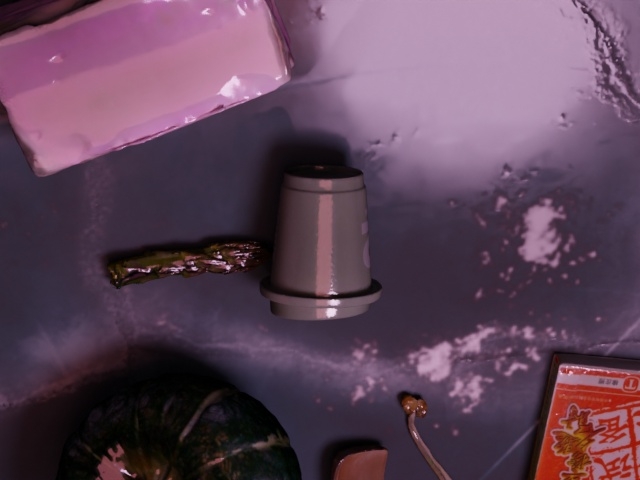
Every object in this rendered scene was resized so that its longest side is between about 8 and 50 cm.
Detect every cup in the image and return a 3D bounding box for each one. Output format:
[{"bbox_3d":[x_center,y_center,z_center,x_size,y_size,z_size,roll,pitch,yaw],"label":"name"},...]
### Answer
[{"bbox_3d":[0.000,0.000,1.861,0.120,0.120,0.141,-2,100,-7],"label":"cup"}]

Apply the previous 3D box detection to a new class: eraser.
[{"bbox_3d":[0.303,0.233,2.036,0.157,0.038,0.230,6,112,-10],"label":"eraser"}]

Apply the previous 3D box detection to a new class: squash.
[{"bbox_3d":[-0.140,0.254,1.889,0.252,0.165,0.252,-1,85,13],"label":"squash"}]

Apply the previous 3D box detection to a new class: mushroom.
[{"bbox_3d":[0.153,0.272,2.045,0.026,0.028,0.286,-47,120,-33],"label":"mushroom"}]

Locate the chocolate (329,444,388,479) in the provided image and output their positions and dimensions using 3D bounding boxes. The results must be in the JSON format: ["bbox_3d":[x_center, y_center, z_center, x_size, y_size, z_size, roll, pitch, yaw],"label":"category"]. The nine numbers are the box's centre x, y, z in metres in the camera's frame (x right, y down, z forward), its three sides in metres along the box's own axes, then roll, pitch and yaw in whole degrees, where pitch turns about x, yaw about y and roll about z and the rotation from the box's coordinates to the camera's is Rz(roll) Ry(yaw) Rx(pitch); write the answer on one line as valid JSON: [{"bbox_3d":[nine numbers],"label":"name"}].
[{"bbox_3d":[0.036,0.257,2.015,0.065,0.031,0.100,-10,120,-22],"label":"chocolate"}]

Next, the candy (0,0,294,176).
[{"bbox_3d":[-0.166,-0.175,1.752,0.265,0.116,0.155,-23,115,2],"label":"candy"}]

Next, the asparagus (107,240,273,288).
[{"bbox_3d":[-0.127,0.022,1.891,0.165,0.030,0.036,-7,105,-4],"label":"asparagus"}]
